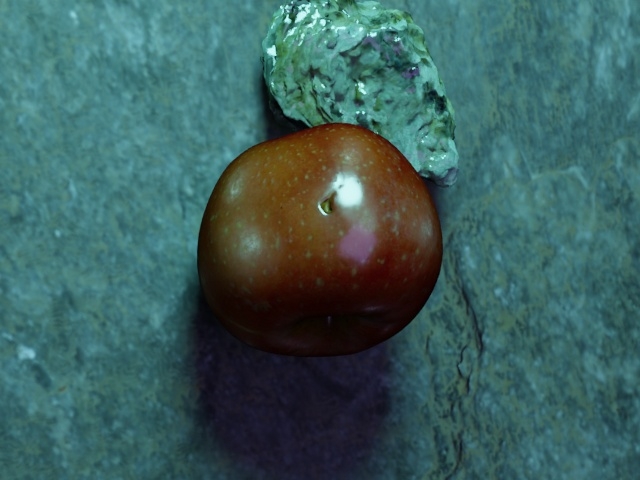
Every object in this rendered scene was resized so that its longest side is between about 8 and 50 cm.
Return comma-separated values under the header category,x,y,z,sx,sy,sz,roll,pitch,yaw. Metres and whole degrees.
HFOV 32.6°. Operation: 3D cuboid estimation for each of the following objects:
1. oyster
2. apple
category,x,y,z,sx,sy,sz,roll,pitch,yaw
oyster,0.058,-0.179,1.249,0.268,0.112,0.198,16,85,-26
apple,0.000,0.000,1.150,0.260,0.260,0.216,3,66,-23
